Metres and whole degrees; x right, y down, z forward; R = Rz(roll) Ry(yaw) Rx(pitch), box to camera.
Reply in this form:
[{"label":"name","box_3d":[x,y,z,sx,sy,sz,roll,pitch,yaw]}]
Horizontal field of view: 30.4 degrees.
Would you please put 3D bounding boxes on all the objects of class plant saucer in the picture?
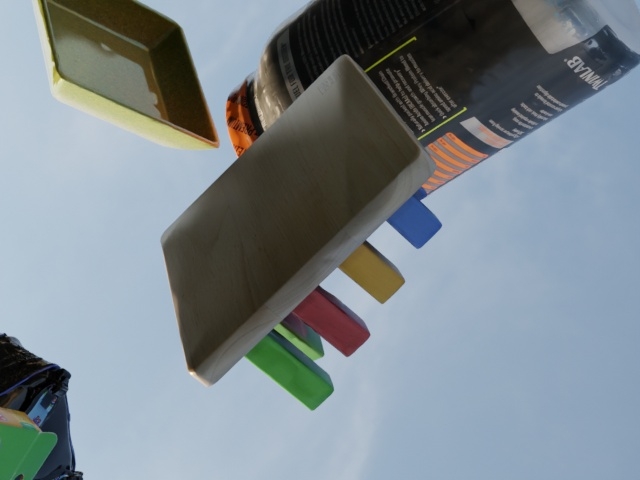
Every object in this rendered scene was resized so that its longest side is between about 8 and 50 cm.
[{"label":"plant saucer","box_3d":[-0.197,-0.169,1.121,0.045,0.188,0.188,-42,-132,26]}]

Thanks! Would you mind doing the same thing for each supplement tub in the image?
[{"label":"supplement tub","box_3d":[0.091,-0.156,1.035,0.338,0.207,0.207,-31,-136,27]}]

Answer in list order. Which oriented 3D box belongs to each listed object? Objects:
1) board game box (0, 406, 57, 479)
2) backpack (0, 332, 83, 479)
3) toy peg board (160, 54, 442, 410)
[{"label":"board game box","box_3d":[-0.311,0.162,0.828,0.039,0.259,0.124,38,-83,39]},{"label":"backpack","box_3d":[-0.302,0.180,0.998,0.117,0.158,0.173,27,-137,31]},{"label":"toy peg board","box_3d":[0.000,0.000,0.657,0.160,0.079,0.161,-44,-152,10]}]
